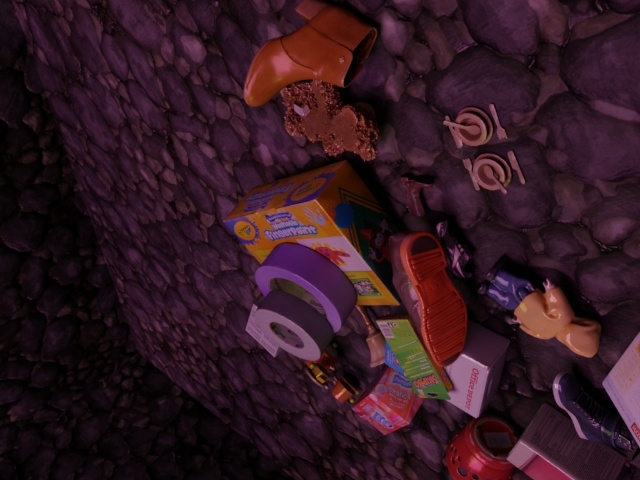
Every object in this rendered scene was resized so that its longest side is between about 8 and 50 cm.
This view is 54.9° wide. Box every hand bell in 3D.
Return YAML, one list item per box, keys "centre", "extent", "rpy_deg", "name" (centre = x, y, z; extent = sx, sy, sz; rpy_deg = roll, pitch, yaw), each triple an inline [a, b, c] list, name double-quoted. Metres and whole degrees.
- centre: [0.149, 0.255, 1.901]
  extent: [0.242, 0.126, 0.126]
  rpy_deg: [60, 146, 4]
  name: "hand bell"

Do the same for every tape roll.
- centre: [-0.075, 0.236, 1.698]
  extent: [0.219, 0.072, 0.219]
  rpy_deg: [26, 150, 17]
  name: "tape roll"
- centre: [-0.041, 0.133, 1.678]
  extent: [0.275, 0.090, 0.274]
  rpy_deg: [27, 149, 18]
  name: "tape roll"

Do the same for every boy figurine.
- centre: [0.501, 0.150, 1.388]
  extent: [0.285, 0.092, 0.177]
  rpy_deg: [34, 143, 21]
  name: "boy figurine"

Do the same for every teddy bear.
- centre: [0.020, -0.310, 1.498]
  extent: [0.338, 0.113, 0.245]
  rpy_deg: [11, 125, 53]
  name: "teddy bear"

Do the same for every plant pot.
- centre: [0.477, 0.606, 1.778]
  extent: [0.191, 0.191, 0.174]
  rpy_deg: [34, 135, 23]
  name: "plant pot"

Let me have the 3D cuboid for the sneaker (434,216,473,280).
- centre: [0.330, 0.019, 1.492]
  extent: [0.077, 0.072, 0.178]
  rpy_deg: [-2, 126, 29]
  name: "sneaker"

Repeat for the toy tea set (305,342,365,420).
- centre: [0.090, 0.481, 2.163]
  extent: [0.336, 0.124, 0.200]
  rpy_deg: [42, -175, -20]
  name: "toy tea set"

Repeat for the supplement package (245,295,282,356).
- centre: [-0.128, 0.254, 2.110]
  extent: [0.149, 0.194, 0.203]
  rpy_deg: [42, 146, 13]
  name: "supplement package"

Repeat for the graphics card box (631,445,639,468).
- centre: [0.885, 0.500, 1.288]
  extent: [0.371, 0.094, 0.232]
  rpy_deg: [34, 143, 24]
  name: "graphics card box"

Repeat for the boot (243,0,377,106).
- centre: [-0.026, -0.378, 1.346]
  extent: [0.211, 0.104, 0.295]
  rpy_deg: [42, 102, 28]
  name: "boot"

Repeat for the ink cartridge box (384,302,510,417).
- centre: [0.338, 0.307, 1.689]
  extent: [0.308, 0.129, 0.223]
  rpy_deg: [27, 138, 31]
  name: "ink cartridge box"

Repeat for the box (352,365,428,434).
- centre: [0.221, 0.488, 1.925]
  extent: [0.142, 0.154, 0.300]
  rpy_deg: [37, 155, 8]
  name: "box"

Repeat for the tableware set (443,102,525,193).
- centre: [0.335, -0.186, 1.297]
  extent: [0.128, 0.039, 0.194]
  rpy_deg: [-6, 118, 51]
  name: "tableware set"

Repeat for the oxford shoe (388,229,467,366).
- centre: [0.261, 0.138, 1.519]
  extent: [0.133, 0.130, 0.363]
  rpy_deg: [16, 125, 63]
  name: "oxford shoe"

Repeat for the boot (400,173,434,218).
- centre: [0.243, -0.102, 1.485]
  extent: [0.106, 0.037, 0.114]
  rpy_deg: [24, 137, 53]
  name: "boot"

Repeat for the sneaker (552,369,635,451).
- centre: [0.655, 0.400, 1.444]
  extent: [0.226, 0.086, 0.163]
  rpy_deg: [52, 158, -21]
  name: "sneaker"

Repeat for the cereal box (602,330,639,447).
- centre: [0.690, 0.305, 1.282]
  extent: [0.240, 0.048, 0.173]
  rpy_deg: [93, 165, -47]
  name: "cereal box"

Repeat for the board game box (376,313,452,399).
- centre: [0.254, 0.312, 1.642]
  extent: [0.124, 0.039, 0.259]
  rpy_deg: [-13, 108, 53]
  name: "board game box"

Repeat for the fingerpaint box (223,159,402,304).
- centre: [0.000, 0.000, 1.703]
  extent: [0.445, 0.163, 0.371]
  rpy_deg: [-9, 127, 52]
  name: "fingerpaint box"

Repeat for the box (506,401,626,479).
- centre: [0.628, 0.562, 1.588]
  extent: [0.232, 0.149, 0.126]
  rpy_deg: [34, 144, 23]
  name: "box"
